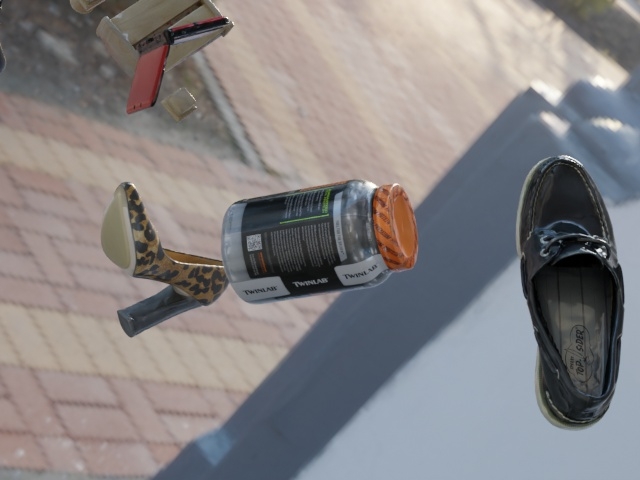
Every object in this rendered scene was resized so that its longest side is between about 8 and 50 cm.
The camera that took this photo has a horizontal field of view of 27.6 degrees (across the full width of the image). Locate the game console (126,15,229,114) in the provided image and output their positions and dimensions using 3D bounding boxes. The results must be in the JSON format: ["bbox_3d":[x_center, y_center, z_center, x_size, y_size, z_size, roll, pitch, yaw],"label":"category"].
[{"bbox_3d":[-0.178,-0.215,1.607,0.144,0.124,0.085,3,-70,68],"label":"game console"}]

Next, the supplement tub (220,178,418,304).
[{"bbox_3d":[0.000,0.000,1.385,0.117,0.190,0.117,-9,90,-68],"label":"supplement tub"}]

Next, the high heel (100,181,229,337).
[{"bbox_3d":[-0.199,-0.002,1.775,0.186,0.261,0.093,-26,48,-28],"label":"high heel"}]

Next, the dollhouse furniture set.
[{"bbox_3d":[-0.273,-0.402,2.320,0.303,0.174,0.355,-39,91,-29],"label":"dollhouse furniture set"}]

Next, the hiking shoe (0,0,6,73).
[{"bbox_3d":[-0.467,-0.344,1.825,0.086,0.227,0.114,14,36,43],"label":"hiking shoe"}]

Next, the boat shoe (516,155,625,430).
[{"bbox_3d":[0.300,0.048,1.547,0.127,0.340,0.113,5,-17,0],"label":"boat shoe"}]
